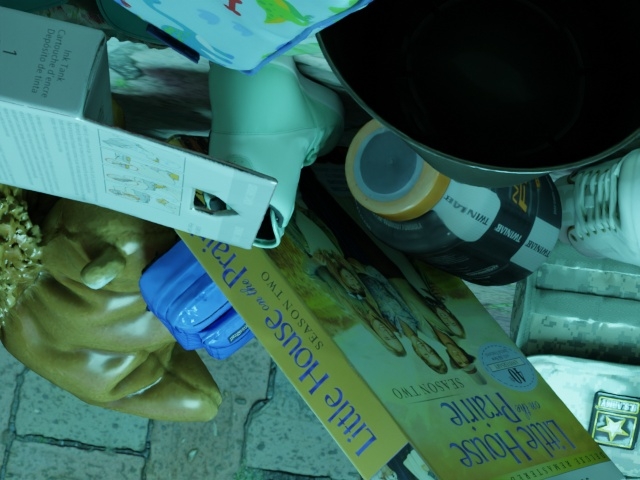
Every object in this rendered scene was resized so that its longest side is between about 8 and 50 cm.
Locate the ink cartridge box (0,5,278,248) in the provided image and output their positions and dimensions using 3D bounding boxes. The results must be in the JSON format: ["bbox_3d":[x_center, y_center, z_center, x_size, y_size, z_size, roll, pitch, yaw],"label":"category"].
[{"bbox_3d":[-0.158,-0.076,1.193,0.261,0.066,0.296,14,170,-4],"label":"ink cartridge box"}]

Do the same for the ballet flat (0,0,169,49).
[{"bbox_3d":[-0.135,-0.170,1.120,0.241,0.091,0.077,8,-157,26],"label":"ballet flat"}]

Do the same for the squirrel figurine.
[{"bbox_3d":[-0.252,0.005,1.721,0.397,0.281,0.370,6,165,-8],"label":"squirrel figurine"}]

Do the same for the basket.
[{"bbox_3d":[0.104,-0.107,1.044,0.204,0.154,0.227,24,178,8],"label":"basket"}]

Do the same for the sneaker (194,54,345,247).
[{"bbox_3d":[-0.045,-0.064,1.436,0.094,0.151,0.256,4,172,14],"label":"sneaker"}]

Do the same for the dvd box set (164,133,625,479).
[{"bbox_3d":[0.059,0.080,1.508,0.062,0.420,0.308,-48,157,23],"label":"dvd box set"}]

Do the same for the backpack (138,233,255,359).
[{"bbox_3d":[-0.099,0.044,1.535,0.101,0.098,0.120,42,169,18],"label":"backpack"}]

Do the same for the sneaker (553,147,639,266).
[{"bbox_3d":[0.263,-0.022,1.585,0.123,0.106,0.290,4,172,10],"label":"sneaker"}]

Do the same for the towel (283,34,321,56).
[{"bbox_3d":[-0.038,-0.161,1.240,0.113,0.023,0.152,3,173,43],"label":"towel"}]

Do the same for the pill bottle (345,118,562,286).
[{"bbox_3d":[0.111,-0.041,1.514,0.130,0.130,0.246,3,171,28],"label":"pill bottle"}]

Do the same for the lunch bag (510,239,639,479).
[{"bbox_3d":[0.318,0.116,1.853,0.235,0.287,0.169,8,172,6],"label":"lunch bag"}]

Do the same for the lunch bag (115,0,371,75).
[{"bbox_3d":[-0.059,-0.170,0.845,0.176,0.090,0.219,34,162,-18],"label":"lunch bag"}]
